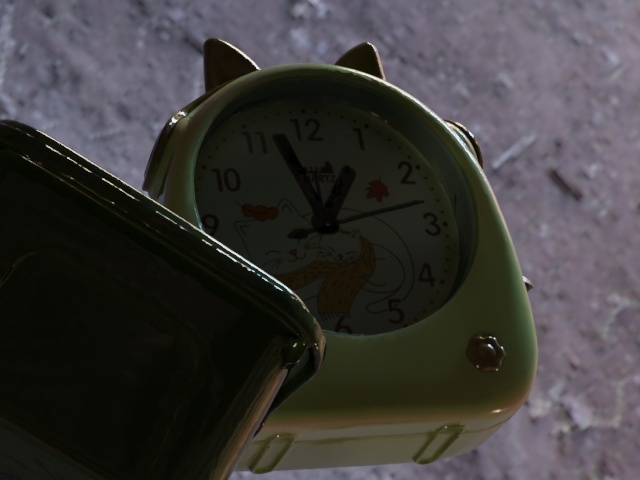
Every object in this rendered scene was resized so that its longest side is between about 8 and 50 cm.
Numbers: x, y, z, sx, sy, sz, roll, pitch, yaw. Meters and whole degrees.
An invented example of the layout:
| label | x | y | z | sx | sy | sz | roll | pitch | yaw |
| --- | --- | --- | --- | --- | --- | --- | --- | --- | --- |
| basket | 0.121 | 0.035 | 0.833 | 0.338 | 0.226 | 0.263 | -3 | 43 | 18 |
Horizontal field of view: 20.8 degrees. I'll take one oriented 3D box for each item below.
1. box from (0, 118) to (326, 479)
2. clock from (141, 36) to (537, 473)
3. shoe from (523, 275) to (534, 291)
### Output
| label | x | y | z | sx | sy | sz | roll | pitch | yaw |
| --- | --- | --- | --- | --- | --- | --- | --- | --- | --- |
| box | -0.179 | 0.106 | 1.035 | 0.253 | 0.328 | 0.177 | 33 | 51 | -8 |
| clock | 0.000 | 0.000 | 1.340 | 0.286 | 0.117 | 0.348 | 0 | 61 | -19 |
| shoe | 0.143 | -0.012 | 1.630 | 0.159 | 0.053 | 0.062 | 36 | 10 | -2 |
